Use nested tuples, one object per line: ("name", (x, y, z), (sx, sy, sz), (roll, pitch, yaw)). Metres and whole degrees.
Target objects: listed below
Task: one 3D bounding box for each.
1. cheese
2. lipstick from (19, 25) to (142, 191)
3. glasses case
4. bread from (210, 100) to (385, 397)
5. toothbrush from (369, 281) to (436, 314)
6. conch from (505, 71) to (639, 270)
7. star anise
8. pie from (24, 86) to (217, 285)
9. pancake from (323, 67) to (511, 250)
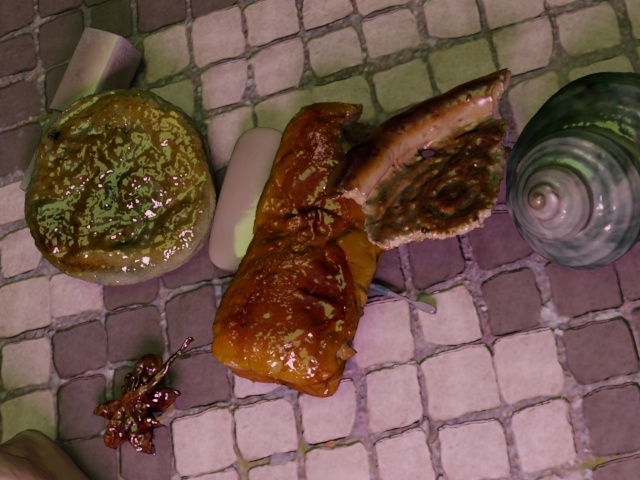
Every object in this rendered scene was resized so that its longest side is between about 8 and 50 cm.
("cheese", (-0.352, 0.354, 1.410), (0.248, 0.251, 0.174), (40, 87, 13))
("lipstick", (-0.341, -0.172, 1.689), (0.077, 0.079, 0.253), (17, 81, 24))
("glasses case", (-0.092, -0.055, 1.562), (0.081, 0.051, 0.204), (9, 73, 21))
("bread", (0.000, 0.000, 1.466), (0.185, 0.109, 0.380), (8, 66, 25))
("toothbrush", (0.072, 0.060, 1.479), (0.167, 0.014, 0.011), (21, 76, 28))
("conch", (0.299, -0.074, 1.352), (0.195, 0.277, 0.220), (47, 129, 13))
("star anise", (-0.216, 0.190, 1.496), (0.191, 0.070, 0.097), (-49, 50, 10))
("pie", (-0.266, -0.074, 1.588), (0.277, 0.078, 0.277), (-1, 85, 7))
("pancake", (0.114, -0.099, 1.405), (0.212, 0.056, 0.257), (0, 49, 22))
